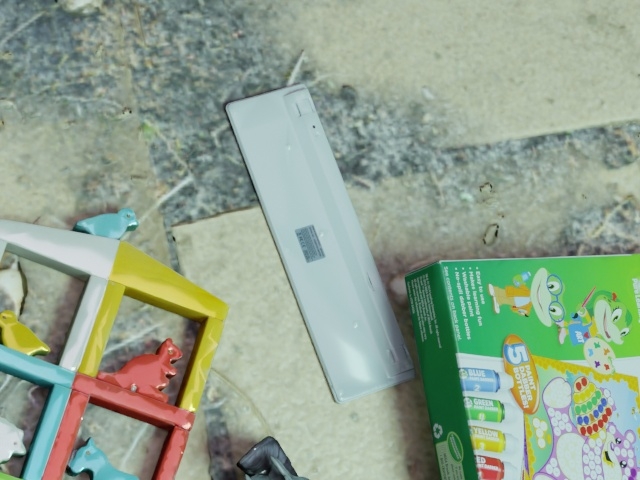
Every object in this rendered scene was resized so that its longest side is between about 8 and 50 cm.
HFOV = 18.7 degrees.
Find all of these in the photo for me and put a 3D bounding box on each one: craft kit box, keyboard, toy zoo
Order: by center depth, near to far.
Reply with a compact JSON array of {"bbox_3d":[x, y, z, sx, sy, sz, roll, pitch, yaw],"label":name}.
[{"bbox_3d":[-0.186,0.110,1.443,0.192,0.030,0.293,21,70,-11],"label":"toy zoo"},{"bbox_3d":[0.198,0.136,1.517,0.247,0.061,0.250,-1,75,-36],"label":"craft kit box"},{"bbox_3d":[0.000,0.000,1.545,0.072,0.014,0.256,-18,81,-16],"label":"keyboard"}]

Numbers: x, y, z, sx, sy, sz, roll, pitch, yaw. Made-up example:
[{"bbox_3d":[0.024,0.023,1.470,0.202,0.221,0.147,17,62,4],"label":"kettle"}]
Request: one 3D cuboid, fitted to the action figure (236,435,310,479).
[{"bbox_3d":[0.016,0.283,1.416,0.185,0.099,0.285,-43,82,-3],"label":"action figure"}]
